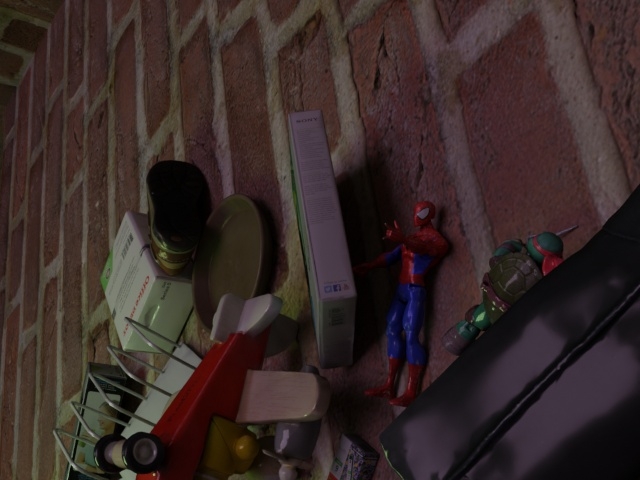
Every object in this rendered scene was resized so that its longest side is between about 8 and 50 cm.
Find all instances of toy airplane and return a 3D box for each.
[{"bbox_3d":[-0.134,0.275,1.314,0.384,0.272,0.386,-41,16,11],"label":"toy airplane"}]

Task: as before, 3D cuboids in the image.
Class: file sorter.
[{"bbox_3d":[-0.361,0.318,1.603,0.277,0.173,0.193,-58,33,-4],"label":"file sorter"}]

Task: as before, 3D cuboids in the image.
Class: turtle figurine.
[{"bbox_3d":[0.233,0.062,0.939,0.234,0.118,0.175,-62,36,31],"label":"turtle figurine"}]

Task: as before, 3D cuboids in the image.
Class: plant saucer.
[{"bbox_3d":[-0.170,0.048,1.598,0.278,0.041,0.277,-22,62,50],"label":"plant saucer"}]

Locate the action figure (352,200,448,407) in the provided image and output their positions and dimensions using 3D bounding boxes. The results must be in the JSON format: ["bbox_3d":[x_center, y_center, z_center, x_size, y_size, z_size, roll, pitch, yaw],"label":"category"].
[{"bbox_3d":[0.093,0.075,1.120,0.091,0.139,0.280,8,83,56],"label":"action figure"}]

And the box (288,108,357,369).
[{"bbox_3d":[0.000,0.000,1.240,0.232,0.059,0.321,89,173,-58],"label":"box"}]

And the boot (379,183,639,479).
[{"bbox_3d":[0.286,0.169,0.710,0.445,0.146,0.367,-49,45,20],"label":"boot"}]

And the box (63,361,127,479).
[{"bbox_3d":[-0.520,0.436,1.908,0.169,0.087,0.289,-173,95,-74],"label":"box"}]

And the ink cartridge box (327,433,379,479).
[{"bbox_3d":[0.040,0.345,1.198,0.063,0.029,0.115,30,104,55],"label":"ink cartridge box"}]

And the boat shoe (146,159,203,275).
[{"bbox_3d":[-0.318,-0.052,1.761,0.324,0.123,0.119,-98,20,-52],"label":"boat shoe"}]

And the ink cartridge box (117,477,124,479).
[{"bbox_3d":[-0.425,0.676,1.727,0.385,0.091,0.308,-37,51,43],"label":"ink cartridge box"}]

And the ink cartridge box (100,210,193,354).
[{"bbox_3d":[-0.378,0.091,1.823,0.198,0.115,0.273,-63,36,21],"label":"ink cartridge box"}]
